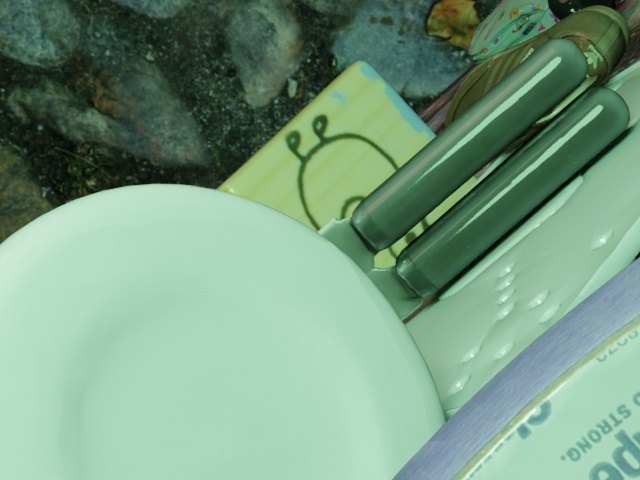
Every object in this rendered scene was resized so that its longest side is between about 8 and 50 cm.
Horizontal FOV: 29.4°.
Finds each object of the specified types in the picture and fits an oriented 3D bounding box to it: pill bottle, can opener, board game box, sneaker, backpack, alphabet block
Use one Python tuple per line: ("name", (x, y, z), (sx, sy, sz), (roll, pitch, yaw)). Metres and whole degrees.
("pill bottle", (-0.135, 0.153, 0.606), (0.229, 0.229, 0.407), (-47, 7, -39))
("can opener", (0.057, -0.010, 0.748), (0.283, 0.076, 0.095), (-41, 6, 10))
("board game box", (0.131, 0.007, 0.751), (0.390, 0.050, 0.390), (-45, 5, -27))
("sneaker", (0.150, -0.113, 0.935), (0.188, 0.066, 0.071), (-39, 7, 46))
("backpack", (0.270, -0.258, 1.487), (0.182, 0.115, 0.152), (-42, 7, 43))
("alphabet block", (0.000, 0.000, 1.042), (0.197, 0.192, 0.193), (-48, 5, -35))

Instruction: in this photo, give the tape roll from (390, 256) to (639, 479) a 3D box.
("tape roll", (0.086, 0.085, 0.241), (0.275, 0.090, 0.275), (-42, 6, 5))
